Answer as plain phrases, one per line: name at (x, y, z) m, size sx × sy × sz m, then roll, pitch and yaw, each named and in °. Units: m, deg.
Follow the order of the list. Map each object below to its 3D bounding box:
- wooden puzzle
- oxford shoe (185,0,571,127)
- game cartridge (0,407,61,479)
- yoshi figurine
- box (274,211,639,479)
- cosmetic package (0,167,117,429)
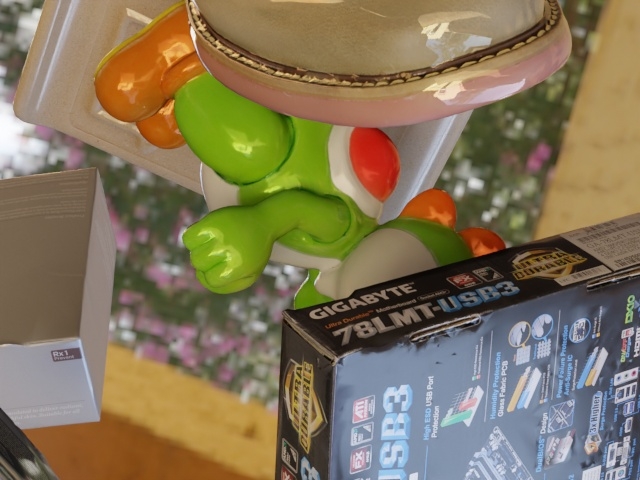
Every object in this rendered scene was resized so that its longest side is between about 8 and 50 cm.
wooden puzzle at (-0.041, -0.166, 1.482) m, size 0.348 × 0.322 × 0.080 m, roll 21°, pitch -141°, yaw -6°
oxford shoe at (-0.013, -0.173, 0.811) m, size 0.140 × 0.146 × 0.397 m, roll -20°, pitch -146°, yaw -12°
game cartridge at (-0.230, 0.132, 1.175) m, size 0.297 × 0.062 × 0.198 m, roll 56°, pitch 179°, yaw -39°
yoshi figurine at (-0.021, 0.018, 1.312) m, size 0.203 × 0.203 × 0.362 m, roll -33°, pitch -106°, yaw -37°
box at (0.107, 0.151, 1.206) m, size 0.293 × 0.295 × 0.073 m, roll -14°, pitch -149°, yaw -28°
cosmetic package at (-0.247, 0.048, 1.584) m, size 0.127 × 0.107 × 0.238 m, roll -5°, pitch -139°, yaw 4°
